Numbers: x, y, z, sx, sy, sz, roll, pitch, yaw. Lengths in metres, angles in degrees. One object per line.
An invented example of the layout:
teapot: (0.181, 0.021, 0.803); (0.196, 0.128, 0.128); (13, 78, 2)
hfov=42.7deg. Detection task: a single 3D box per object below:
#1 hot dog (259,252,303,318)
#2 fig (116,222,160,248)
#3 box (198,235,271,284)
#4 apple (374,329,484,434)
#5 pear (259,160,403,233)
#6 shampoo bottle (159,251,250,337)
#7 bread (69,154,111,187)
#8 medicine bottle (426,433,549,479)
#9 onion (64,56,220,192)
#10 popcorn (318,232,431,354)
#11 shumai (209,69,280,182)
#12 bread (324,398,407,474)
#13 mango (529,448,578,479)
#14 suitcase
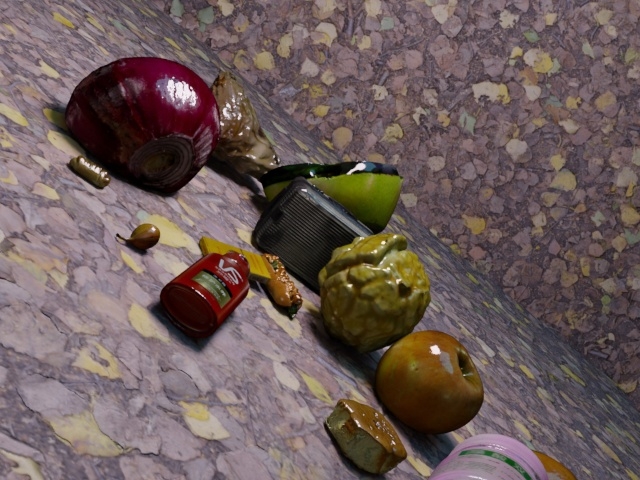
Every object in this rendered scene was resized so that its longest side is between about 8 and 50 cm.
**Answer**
hot dog: (-0.092, 0.093, 1.824); (0.072, 0.055, 0.188); (27, 19, -47)
fig: (-0.339, -0.007, 1.524); (0.083, 0.050, 0.050); (-5, 44, -42)
box: (-0.184, 0.043, 1.765); (0.155, 0.023, 0.087); (21, 28, -35)
apple: (0.234, 0.314, 1.791); (0.237, 0.207, 0.237); (41, 31, -31)
pear: (0.035, -0.093, 2.269); (0.399, 0.398, 0.165); (15, 71, -59)
shampoo bottle: (-0.200, 0.088, 1.528); (0.118, 0.076, 0.314); (39, 15, 0)
bread: (-0.454, -0.139, 1.622); (0.088, 0.034, 0.049); (36, 10, -18)
medicine bottle: (0.271, 0.465, 1.383); (0.212, 0.212, 0.325); (45, 16, 15)
onion: (-0.367, -0.275, 1.808); (0.336, 0.260, 0.282); (31, 23, -37)
popcorn: (0.115, 0.116, 1.865); (0.282, 0.247, 0.282); (47, 30, -39)
shumai: (-0.215, -0.313, 2.301); (0.283, 0.217, 0.346); (31, 15, -11)
bread: (0.080, 0.356, 1.486); (0.128, 0.069, 0.140); (26, 21, -43)
mango: (0.503, 0.566, 1.846); (0.248, 0.151, 0.156); (40, -18, 20)
suitcase: (0.000, 0.000, 2.033); (0.312, 0.202, 0.128); (38, 15, -14)
